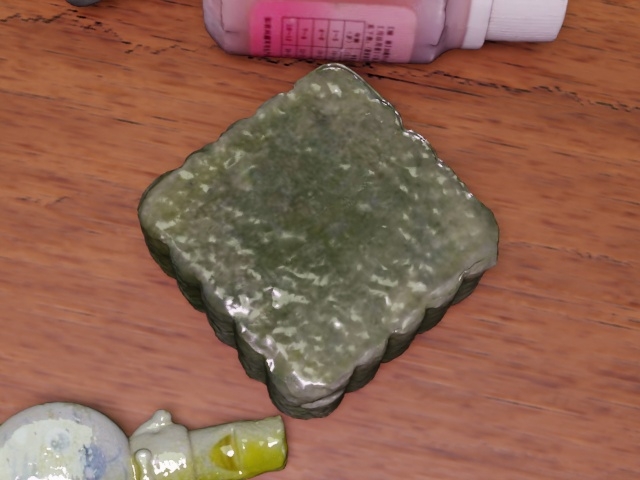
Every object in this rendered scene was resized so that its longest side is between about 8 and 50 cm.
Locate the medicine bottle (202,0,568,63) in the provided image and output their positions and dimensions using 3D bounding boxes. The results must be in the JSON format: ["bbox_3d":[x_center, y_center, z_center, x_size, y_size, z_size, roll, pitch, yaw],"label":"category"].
[{"bbox_3d":[0.044,-0.194,0.851,0.247,0.147,0.147,3,69,-2],"label":"medicine bottle"}]

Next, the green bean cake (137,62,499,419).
[{"bbox_3d":[0.000,0.000,0.801,0.185,0.094,0.183,-39,75,-15],"label":"green bean cake"}]

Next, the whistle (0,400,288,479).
[{"bbox_3d":[-0.119,0.145,0.769,0.198,0.057,0.104,-10,81,-13],"label":"whistle"}]

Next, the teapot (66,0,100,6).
[{"bbox_3d":[-0.181,-0.272,0.838,0.162,0.149,0.239,-47,35,13],"label":"teapot"}]
